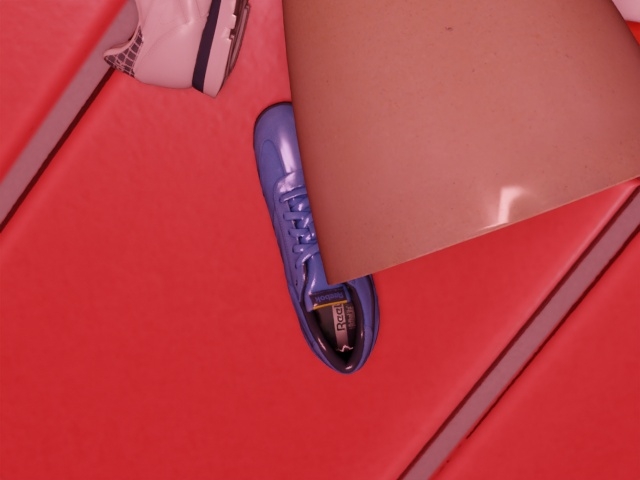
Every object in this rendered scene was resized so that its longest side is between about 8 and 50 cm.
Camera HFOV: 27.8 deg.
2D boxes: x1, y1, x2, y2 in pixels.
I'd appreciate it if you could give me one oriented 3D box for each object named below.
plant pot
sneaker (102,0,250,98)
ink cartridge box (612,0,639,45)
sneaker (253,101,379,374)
[{"bbox_3d":[0.077,-0.141,0.859,0.256,0.256,0.274,-21,89,4],"label":"plant pot"},{"bbox_3d":[-0.088,-0.219,0.895,0.095,0.090,0.235,15,104,3],"label":"sneaker"},{"bbox_3d":[0.323,-0.151,0.943,0.275,0.060,0.239,9,104,-5],"label":"ink cartridge box"},{"bbox_3d":[0.000,0.000,0.961,0.069,0.082,0.209,-14,105,4],"label":"sneaker"}]
